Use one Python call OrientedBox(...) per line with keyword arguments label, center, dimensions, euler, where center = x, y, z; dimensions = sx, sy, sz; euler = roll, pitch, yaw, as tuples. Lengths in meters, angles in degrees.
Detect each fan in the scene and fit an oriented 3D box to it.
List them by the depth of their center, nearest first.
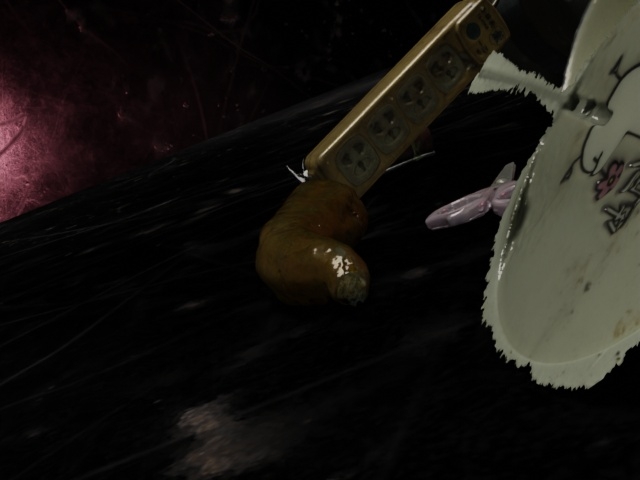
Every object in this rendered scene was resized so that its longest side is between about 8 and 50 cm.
OrientedBox(label="fan", center=(0.138, -0.068, 0.552), dimensions=(0.233, 0.012, 0.415), euler=(-57, 13, 12))

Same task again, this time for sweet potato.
OrientedBox(label="sweet potato", center=(-0.006, 0.002, 0.765), dimensions=(0.081, 0.062, 0.233), euler=(-17, 14, 6))

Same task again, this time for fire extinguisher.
OrientedBox(label="fire extinguisher", center=(0.046, -0.088, 1.167), dimensions=(0.158, 0.043, 0.064), euler=(-21, 53, -6))

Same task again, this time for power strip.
OrientedBox(label="power strip", center=(0.094, -0.149, 1.074), dimensions=(0.305, 0.064, 0.044), euler=(-47, 22, -16))

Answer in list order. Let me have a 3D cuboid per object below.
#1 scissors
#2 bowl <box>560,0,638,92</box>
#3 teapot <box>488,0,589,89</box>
OrientedBox(label="scissors", center=(0.143, -0.042, 0.845), dimensions=(0.100, 0.015, 0.189), euler=(-14, 9, 19))
OrientedBox(label="bowl", center=(0.232, -0.100, 0.530), dimensions=(0.126, 0.238, 0.238), euler=(22, 1, -15))
OrientedBox(label="teapot", center=(0.358, -0.297, 1.123), dimensions=(0.376, 0.306, 0.362), euler=(7, -3, -13))
